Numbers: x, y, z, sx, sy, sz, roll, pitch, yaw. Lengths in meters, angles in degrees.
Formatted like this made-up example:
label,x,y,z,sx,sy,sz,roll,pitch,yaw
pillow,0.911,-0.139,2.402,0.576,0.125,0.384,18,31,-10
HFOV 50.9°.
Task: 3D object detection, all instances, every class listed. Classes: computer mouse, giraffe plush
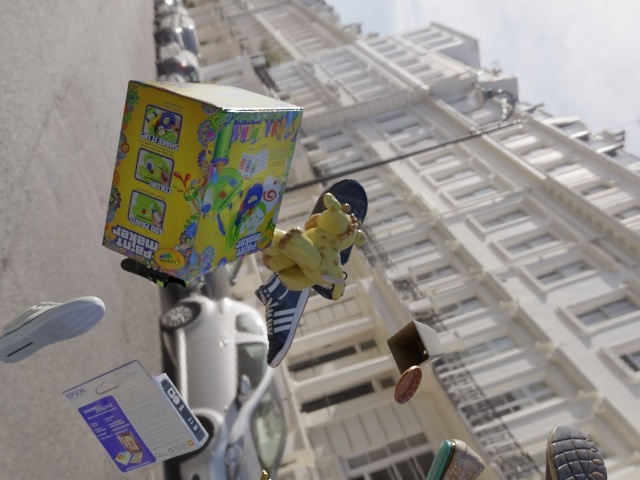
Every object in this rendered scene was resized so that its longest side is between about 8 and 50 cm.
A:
label,x,y,z,sx,sy,sz,roll,pitch,yaw
computer mouse,0.012,-0.016,1.505,0.072,0.189,0.272,29,-83,58
giraffe plush,0.000,0.000,1.364,0.170,0.210,0.181,-58,149,-29

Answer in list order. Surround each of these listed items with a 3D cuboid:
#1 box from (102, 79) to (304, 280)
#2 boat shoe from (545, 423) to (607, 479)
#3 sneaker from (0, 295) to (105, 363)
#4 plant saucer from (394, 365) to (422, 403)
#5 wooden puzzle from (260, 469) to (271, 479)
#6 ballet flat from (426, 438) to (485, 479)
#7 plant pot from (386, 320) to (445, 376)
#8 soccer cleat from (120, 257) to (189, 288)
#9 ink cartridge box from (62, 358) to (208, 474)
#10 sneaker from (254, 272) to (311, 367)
label,x,y,z,sx,sy,sz,roll,pitch,yaw
box,-0.192,-0.115,1.155,0.290,0.177,0.279,-24,132,-65
boat shoe,0.502,0.538,1.375,0.355,0.133,0.130,-71,-174,-52
sneaker,-0.586,0.169,1.444,0.094,0.258,0.091,62,6,-48
plant saucer,0.174,0.289,1.349,0.013,0.083,0.083,27,-36,35
wooden puzzle,-0.103,0.536,1.376,0.116,0.014,0.078,42,-57,48
ballet flat,0.229,0.549,1.320,0.315,0.106,0.107,-63,-176,4
plant pot,0.257,0.280,1.744,0.109,0.096,0.109,-45,-126,36
soccer cleat,-0.419,0.081,1.709,0.060,0.179,0.072,114,-20,-45
ink cartridge box,-0.348,0.325,1.260,0.208,0.206,0.045,59,25,-13
sneaker,-0.144,0.232,2.031,0.099,0.153,0.282,-30,-144,64
